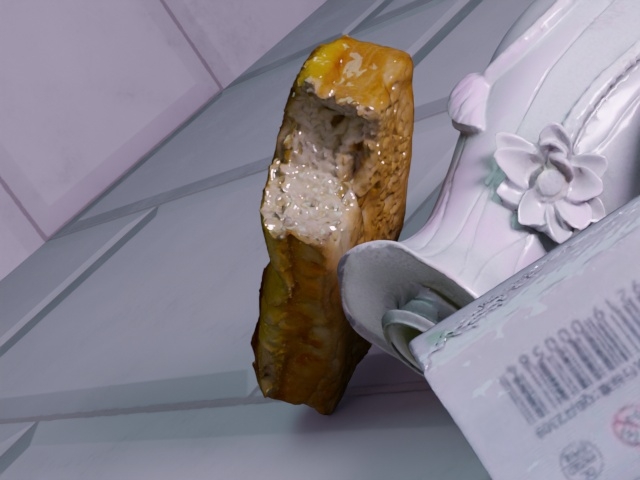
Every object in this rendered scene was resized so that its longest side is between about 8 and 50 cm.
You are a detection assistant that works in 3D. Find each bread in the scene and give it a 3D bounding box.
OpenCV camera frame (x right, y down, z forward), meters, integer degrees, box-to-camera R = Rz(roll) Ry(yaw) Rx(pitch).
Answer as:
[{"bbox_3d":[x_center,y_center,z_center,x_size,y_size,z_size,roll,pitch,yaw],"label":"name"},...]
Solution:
[{"bbox_3d":[0.000,0.000,1.110,0.185,0.109,0.380,-54,-20,-34],"label":"bread"}]

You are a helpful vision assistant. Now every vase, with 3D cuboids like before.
[{"bbox_3d":[0.206,-0.058,1.087,0.445,0.250,0.250,-49,21,-28],"label":"vase"}]

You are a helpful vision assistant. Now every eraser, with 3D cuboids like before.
[{"bbox_3d":[0.196,0.077,0.850,0.227,0.081,0.174,-33,58,4],"label":"eraser"}]
